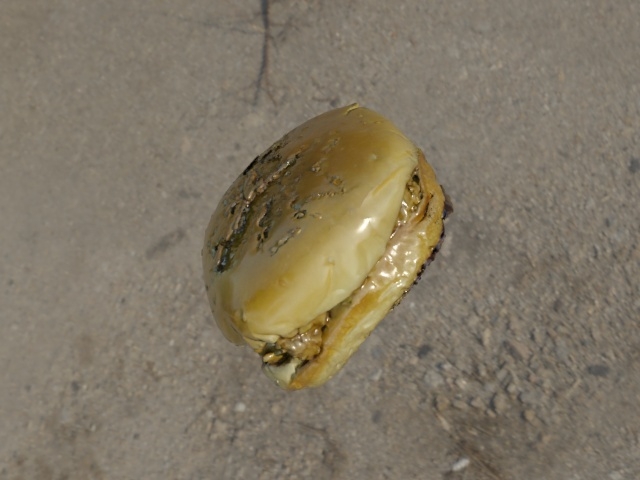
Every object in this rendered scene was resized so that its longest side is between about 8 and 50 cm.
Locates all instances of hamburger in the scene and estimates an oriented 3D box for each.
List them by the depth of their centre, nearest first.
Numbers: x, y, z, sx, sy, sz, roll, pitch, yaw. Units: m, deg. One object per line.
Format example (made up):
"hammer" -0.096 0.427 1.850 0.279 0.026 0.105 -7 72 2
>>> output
"hamburger" 0.001 -0.006 1.013 0.284 0.174 0.304 -45 28 10
